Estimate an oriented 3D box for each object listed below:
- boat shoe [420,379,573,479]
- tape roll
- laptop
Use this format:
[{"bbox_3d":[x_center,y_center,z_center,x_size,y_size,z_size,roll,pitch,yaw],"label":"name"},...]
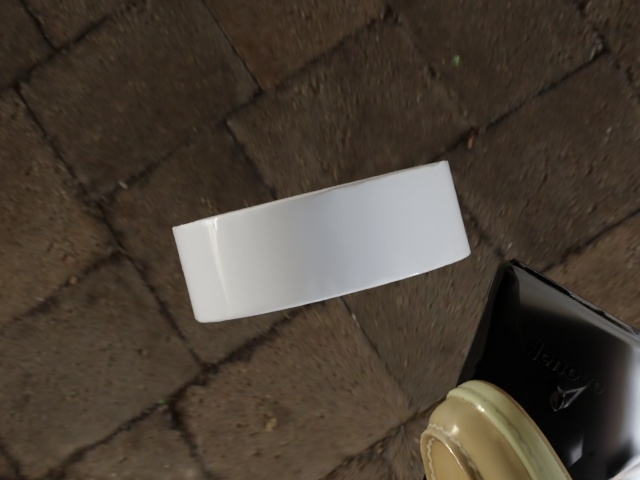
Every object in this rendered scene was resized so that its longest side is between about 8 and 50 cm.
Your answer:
[{"bbox_3d":[0.090,0.207,0.638,0.089,0.104,0.285,-16,90,-14],"label":"boat shoe"},{"bbox_3d":[0.000,0.000,1.397,0.286,0.286,0.100,-14,93,1],"label":"tape roll"},{"bbox_3d":[0.126,0.273,1.016,0.408,0.382,0.236,-36,39,35],"label":"laptop"}]
